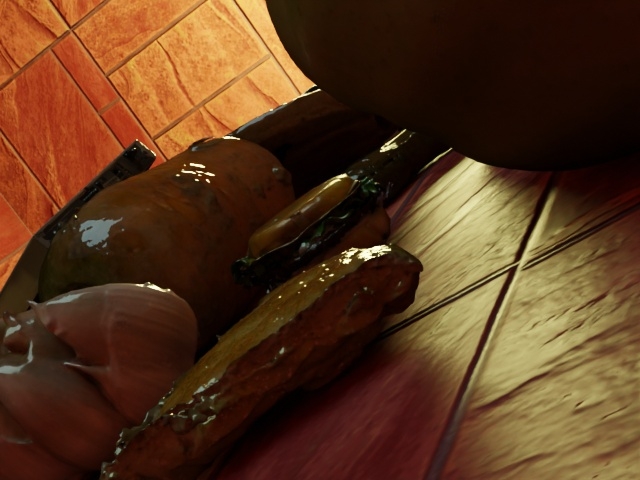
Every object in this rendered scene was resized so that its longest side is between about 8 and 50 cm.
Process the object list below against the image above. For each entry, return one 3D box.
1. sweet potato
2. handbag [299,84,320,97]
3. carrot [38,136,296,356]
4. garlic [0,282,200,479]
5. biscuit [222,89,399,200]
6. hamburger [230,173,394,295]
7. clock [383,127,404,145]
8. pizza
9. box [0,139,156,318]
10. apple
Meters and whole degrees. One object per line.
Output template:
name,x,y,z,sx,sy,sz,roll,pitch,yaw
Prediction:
sweet potato,0.106,-0.103,1.519,0.233,0.062,0.081,-36,23,-27
handbag,-0.010,-0.170,1.998,0.191,0.075,0.332,-61,-11,10
carrot,-0.172,0.020,1.420,0.224,0.224,0.341,-29,5,37
garlic,-0.256,0.148,1.135,0.281,0.203,0.184,-13,60,31
biscuit,-0.020,-0.114,1.703,0.314,0.063,0.367,-24,-14,2
hamburger,-0.003,0.002,1.251,0.189,0.093,0.164,-32,7,12
clock,0.125,-0.213,1.921,0.194,0.100,0.195,-30,12,11
pizza,-0.059,0.114,0.954,0.288,0.075,0.280,-40,5,-16
box,-0.320,-0.005,1.555,0.211,0.045,0.270,-50,4,35
apple,0.169,-0.276,0.936,0.473,0.473,0.473,-35,9,6
